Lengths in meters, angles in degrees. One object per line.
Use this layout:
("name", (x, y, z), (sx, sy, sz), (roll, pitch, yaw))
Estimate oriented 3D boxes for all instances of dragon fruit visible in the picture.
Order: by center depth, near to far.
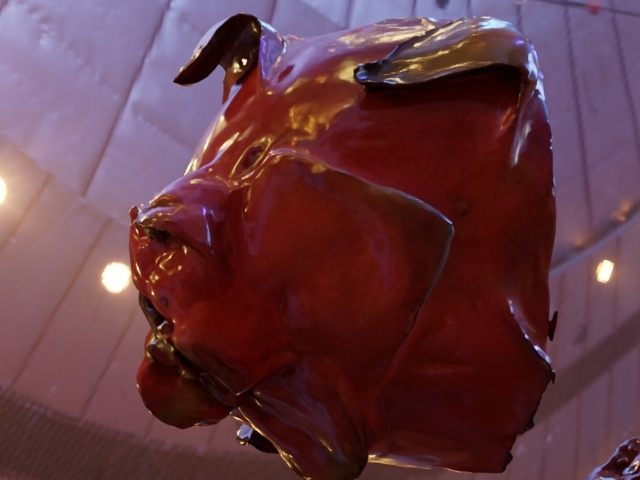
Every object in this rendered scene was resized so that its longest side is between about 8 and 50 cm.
("dragon fruit", (0.000, 0.000, 0.683), (0.225, 0.305, 0.306), (2, -69, -7))

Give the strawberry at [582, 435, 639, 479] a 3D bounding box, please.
("strawberry", (0.264, 0.264, 0.702), (0.220, 0.274, 0.274), (-62, -36, -36))
